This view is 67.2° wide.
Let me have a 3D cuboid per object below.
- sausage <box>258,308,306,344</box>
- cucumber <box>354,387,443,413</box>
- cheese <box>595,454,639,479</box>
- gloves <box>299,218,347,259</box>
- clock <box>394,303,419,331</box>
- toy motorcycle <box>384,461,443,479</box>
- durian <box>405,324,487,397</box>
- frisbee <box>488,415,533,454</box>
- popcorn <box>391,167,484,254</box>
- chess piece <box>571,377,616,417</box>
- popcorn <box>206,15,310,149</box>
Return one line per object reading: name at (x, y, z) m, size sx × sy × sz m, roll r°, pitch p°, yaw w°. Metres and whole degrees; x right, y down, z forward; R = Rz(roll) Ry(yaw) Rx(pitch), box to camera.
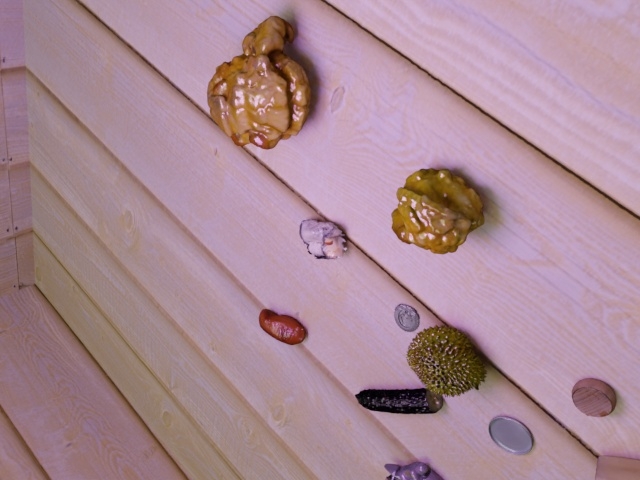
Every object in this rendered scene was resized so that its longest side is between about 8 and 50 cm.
sausage at (-0.131, 0.283, 1.576) m, size 0.179 × 0.089 × 0.089 m, roll 23°, pitch 124°, yaw 29°
cucumber at (0.211, 0.459, 1.384) m, size 0.300 × 0.072 × 0.072 m, roll -20°, pitch 97°, yaw 46°
cheese at (0.722, 0.576, 0.966) m, size 0.265 × 0.124 × 0.243 m, roll -11°, pitch 100°, yaw 42°
gloves at (0.003, -0.003, 1.335) m, size 0.153 × 0.070 × 0.114 m, roll 13°, pitch 127°, yaw 43°
clock at (0.228, 0.208, 1.284) m, size 0.074 × 0.010 × 0.083 m, roll 19°, pitch 123°, yaw 33°
toy motorcycle at (0.290, 0.723, 1.440) m, size 0.225 × 0.073 × 0.152 m, roll 2°, pitch 110°, yaw 39°
durian at (0.305, 0.291, 1.157) m, size 0.198 × 0.159 × 0.146 m, roll 36°, pitch 118°, yaw 17°
frisbee at (0.475, 0.487, 1.206) m, size 0.110 × 0.014 × 0.110 m, roll 18°, pitch 121°, yaw 32°
popcorn at (0.246, -0.057, 1.029) m, size 0.197 × 0.197 × 0.156 m, roll 31°, pitch 143°, yaw 26°
chess piece at (0.581, 0.335, 1.025) m, size 0.083 × 0.038 × 0.084 m, roll 16°, pitch 119°, yaw 32°
popcorn at (-0.142, -0.373, 1.183) m, size 0.265 × 0.225 × 0.332 m, roll 37°, pitch 119°, yaw 28°
